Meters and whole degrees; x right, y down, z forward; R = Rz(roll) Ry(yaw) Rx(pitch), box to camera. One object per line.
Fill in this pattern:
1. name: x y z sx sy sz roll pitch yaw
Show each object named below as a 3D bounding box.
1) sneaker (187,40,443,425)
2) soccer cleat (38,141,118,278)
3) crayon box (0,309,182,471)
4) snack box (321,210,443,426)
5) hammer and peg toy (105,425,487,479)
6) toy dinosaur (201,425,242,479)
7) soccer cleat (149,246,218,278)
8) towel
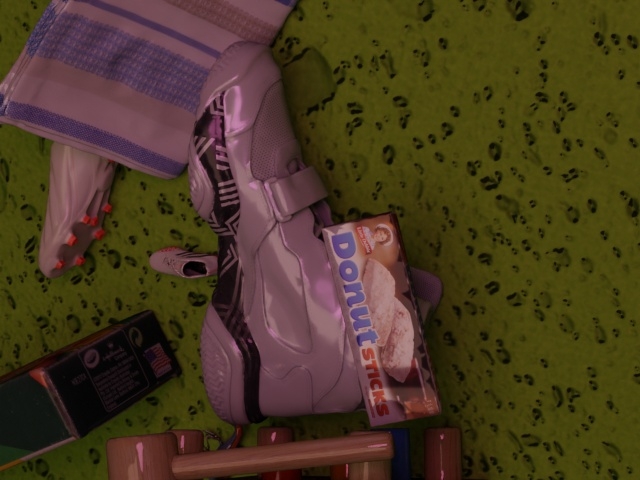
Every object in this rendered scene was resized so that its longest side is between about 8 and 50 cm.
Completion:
1. sneaker: 0.000 0.000 1.265 0.210 0.137 0.365 3 104 17
2. soccer cleat: -0.249 -0.056 1.399 0.076 0.068 0.196 30 107 19
3. crayon box: -0.326 0.184 1.419 0.318 0.202 0.081 -25 93 27
4. snack box: 0.054 0.068 1.177 0.064 0.022 0.178 -13 96 16
5. hammer and peg toy: -0.018 0.230 1.211 0.266 0.361 0.127 -3 83 24
6. toy dinosaur: -0.100 0.221 1.431 0.082 0.047 0.090 -39 120 19
7. soccer cleat: -0.139 0.024 1.383 0.083 0.035 0.029 6 107 23
8. towel: -0.149 -0.185 1.258 0.285 0.209 0.034 -51 37 27
